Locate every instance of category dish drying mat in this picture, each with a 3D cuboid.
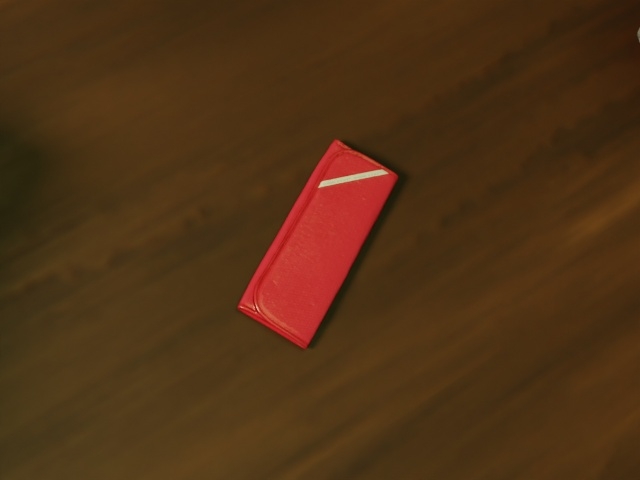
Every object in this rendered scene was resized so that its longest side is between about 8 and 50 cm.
[{"bbox_3d":[0.000,0.000,0.608,0.032,0.008,0.083,31,66,-5],"label":"dish drying mat"}]

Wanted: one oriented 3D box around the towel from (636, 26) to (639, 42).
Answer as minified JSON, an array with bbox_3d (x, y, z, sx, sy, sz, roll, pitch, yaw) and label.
[{"bbox_3d":[0.289,-0.145,0.683,0.235,0.121,0.284,32,63,-5],"label":"towel"}]
